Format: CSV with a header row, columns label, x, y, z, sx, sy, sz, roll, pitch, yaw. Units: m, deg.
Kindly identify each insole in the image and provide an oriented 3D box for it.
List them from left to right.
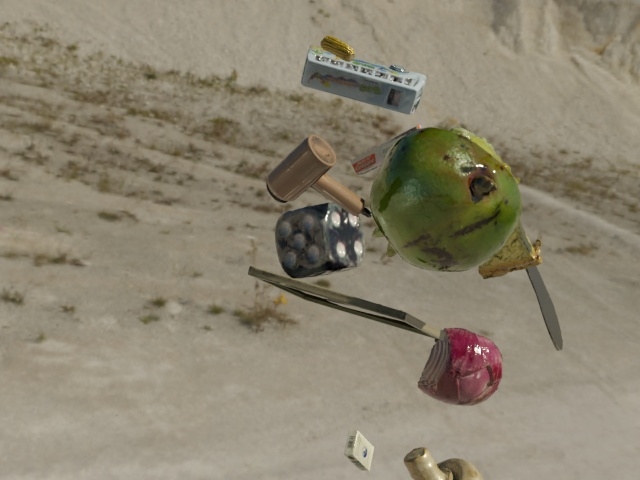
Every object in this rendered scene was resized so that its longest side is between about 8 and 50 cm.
label,x,y,z,sx,sy,sz,roll,pitch,yaw
insole,0.550,0.133,1.734,0.012,0.310,0.110,-19,12,34

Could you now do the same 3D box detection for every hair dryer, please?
label,x,y,z,sx,sy,sz,roll,pitch,yaw
hair dryer,0.011,-0.082,1.128,0.181,0.117,0.064,33,35,-26

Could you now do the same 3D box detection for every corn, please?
label,x,y,z,sx,sy,sz,roll,pitch,yaw
corn,0.039,-0.426,1.538,0.092,0.037,0.037,40,24,29

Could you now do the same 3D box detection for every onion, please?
label,x,y,z,sx,sy,sz,roll,pitch,yaw
onion,0.459,0.419,2.196,0.247,0.250,0.111,22,3,3

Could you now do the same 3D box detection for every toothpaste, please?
label,x,y,z,sx,sy,sz,roll,pitch,yaw
toothpaste,0.163,-0.213,1.646,0.196,0.047,0.040,-24,5,32

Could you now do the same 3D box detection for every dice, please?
label,x,y,z,sx,sy,sz,roll,pitch,yaw
dice,0.000,0.000,1.815,0.181,0.183,0.182,-13,-5,39

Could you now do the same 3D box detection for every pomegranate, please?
label,x,y,z,sx,sy,sz,roll,pitch,yaw
pomegranate,0.202,-0.057,1.235,0.260,0.261,0.341,7,-26,-20

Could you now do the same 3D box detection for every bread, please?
label,x,y,z,sx,sy,sz,roll,pitch,yaw
bread,0.401,0.009,1.527,0.152,0.147,0.127,-27,5,18

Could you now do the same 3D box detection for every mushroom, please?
label,x,y,z,sx,sy,sz,roll,pitch,yaw
mushroom,0.304,0.610,1.689,0.206,0.209,0.206,-9,21,4

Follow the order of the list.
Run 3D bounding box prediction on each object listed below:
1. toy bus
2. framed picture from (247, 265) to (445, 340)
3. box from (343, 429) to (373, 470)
label,x,y,z,sx,sy,sz,roll,pitch,yaw
toy bus,0.114,-0.423,1.836,0.329,0.109,0.136,15,28,-1
framed picture,0.071,0.163,1.781,0.446,0.028,0.326,14,-9,28
box,0.080,0.433,1.425,0.024,0.054,0.083,-9,-43,28
